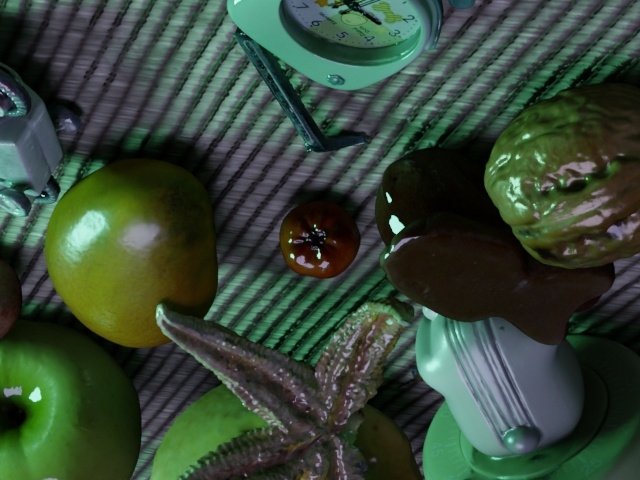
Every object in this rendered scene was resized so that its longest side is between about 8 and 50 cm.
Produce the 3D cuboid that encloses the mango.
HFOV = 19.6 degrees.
[{"bbox_3d":[-0.191,0.008,1.864,0.175,0.139,0.254,2,142,0],"label":"mango"}]

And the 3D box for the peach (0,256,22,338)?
[{"bbox_3d":[-0.409,0.068,2.070,0.152,0.152,0.152,10,150,6],"label":"peach"}]

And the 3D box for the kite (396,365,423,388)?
[{"bbox_3d":[0.109,0.156,2.130,0.078,0.002,0.044,-12,142,36],"label":"kite"}]

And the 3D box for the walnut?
[{"bbox_3d":[0.236,-0.058,1.575,0.184,0.155,0.155,-20,137,38],"label":"walnut"}]

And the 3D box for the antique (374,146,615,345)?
[{"bbox_3d":[0.163,0.001,1.712,0.257,0.143,0.121,18,130,-22],"label":"antique"}]

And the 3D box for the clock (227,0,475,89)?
[{"bbox_3d":[0.030,-0.197,1.497,0.148,0.060,0.188,35,143,-32],"label":"clock"}]

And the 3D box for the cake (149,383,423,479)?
[{"bbox_3d":[-0.080,0.304,2.187,0.332,0.332,0.321,33,169,-31],"label":"cake"}]

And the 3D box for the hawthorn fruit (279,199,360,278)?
[{"bbox_3d":[0.000,0.000,1.842,0.081,0.081,0.093,9,179,6],"label":"hawthorn fruit"}]

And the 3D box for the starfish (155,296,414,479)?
[{"bbox_3d":[-0.013,0.213,1.945,0.383,0.132,0.398,-2,124,-33],"label":"starfish"}]

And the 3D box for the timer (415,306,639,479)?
[{"bbox_3d":[0.205,0.161,1.877,0.290,0.291,0.315,-8,128,32],"label":"timer"}]

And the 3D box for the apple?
[{"bbox_3d":[-0.341,0.228,2.204,0.279,0.279,0.279,10,150,6],"label":"apple"}]

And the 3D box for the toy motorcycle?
[{"bbox_3d":[-0.327,-0.116,1.749,0.171,0.110,0.260,25,159,11],"label":"toy motorcycle"}]

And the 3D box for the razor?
[{"bbox_3d":[-0.025,-0.129,1.663,0.066,0.033,0.190,-5,145,27],"label":"razor"}]
